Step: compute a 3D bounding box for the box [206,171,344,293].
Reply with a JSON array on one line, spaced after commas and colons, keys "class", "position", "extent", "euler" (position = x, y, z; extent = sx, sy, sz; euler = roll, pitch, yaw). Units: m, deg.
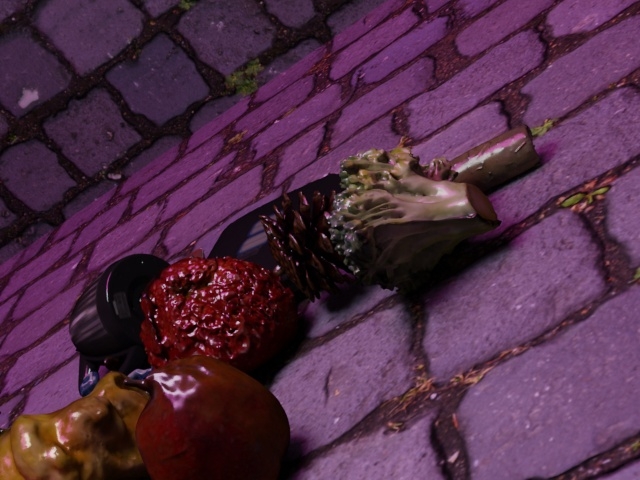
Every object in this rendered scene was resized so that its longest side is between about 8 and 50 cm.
[{"class": "box", "position": [-0.102, 0.030, 2.077], "extent": [0.359, 0.091, 0.350], "euler": [-26, 24, 30]}]

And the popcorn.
[{"class": "popcorn", "position": [-0.383, 0.356, 1.640], "extent": [0.316, 0.280, 0.297], "euler": [-26, -12, -5]}]

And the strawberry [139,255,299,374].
[{"class": "strawberry", "position": [-0.187, 0.129, 1.787], "extent": [0.274, 0.220, 0.274], "euler": [-23, 27, 13]}]

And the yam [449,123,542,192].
[{"class": "yam", "position": [0.208, -0.085, 1.808], "extent": [0.372, 0.083, 0.083], "euler": [-28, 23, 24]}]

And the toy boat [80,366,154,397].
[{"class": "toy boat", "position": [-0.402, 0.314, 1.900], "extent": [0.309, 0.142, 0.129], "euler": [-35, 22, 7]}]

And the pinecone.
[{"class": "pinecone", "position": [0.000, 0.000, 1.779], "extent": [0.208, 0.207, 0.207], "euler": [-33, 21, 14]}]

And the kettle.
[{"class": "kettle", "position": [-0.421, 0.183, 2.197], "extent": [0.271, 0.250, 0.207], "euler": [-26, -5, 43]}]

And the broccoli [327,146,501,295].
[{"class": "broccoli", "position": [0.143, -0.046, 1.612], "extent": [0.246, 0.248, 0.288], "euler": [-21, 31, 28]}]

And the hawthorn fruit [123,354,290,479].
[{"class": "hawthorn fruit", "position": [-0.171, 0.264, 1.463], "extent": [0.208, 0.248, 0.208], "euler": [-39, 22, 18]}]

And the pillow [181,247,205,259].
[{"class": "pillow", "position": [-0.317, 0.103, 2.347], "extent": [0.126, 0.043, 0.232], "euler": [-35, 22, 18]}]
